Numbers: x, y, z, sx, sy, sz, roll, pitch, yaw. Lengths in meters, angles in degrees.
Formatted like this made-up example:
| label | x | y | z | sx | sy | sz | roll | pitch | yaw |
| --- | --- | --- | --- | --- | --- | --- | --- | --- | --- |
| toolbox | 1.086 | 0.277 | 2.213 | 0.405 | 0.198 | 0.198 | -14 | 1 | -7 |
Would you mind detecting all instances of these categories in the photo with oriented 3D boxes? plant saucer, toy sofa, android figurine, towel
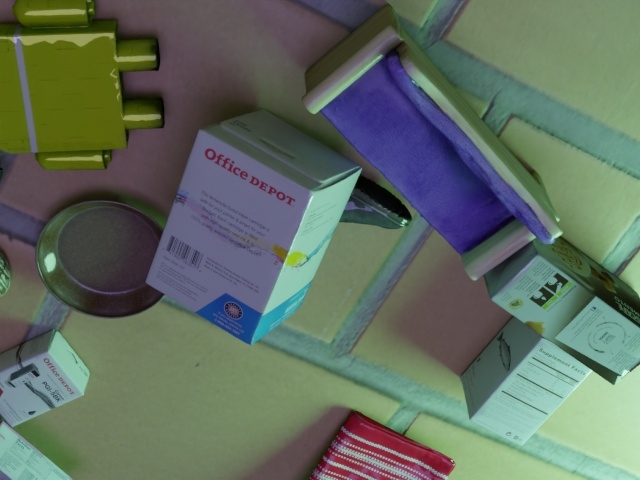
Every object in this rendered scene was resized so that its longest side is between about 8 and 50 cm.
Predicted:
| label | x | y | z | sx | sy | sz | roll | pitch | yaw |
| --- | --- | --- | --- | --- | --- | --- | --- | --- | --- |
| plant saucer | -0.303 | 0.021 | 1.636 | 0.198 | 0.036 | 0.198 | 0 | 122 | 0 |
| toy sofa | 0.146 | -0.111 | 1.487 | 0.150 | 0.177 | 0.362 | -37 | 116 | 19 |
| android figurine | -0.341 | -0.199 | 1.489 | 0.273 | 0.056 | 0.248 | -3 | 122 | -1 |
| towel | 0.071 | 0.422 | 1.855 | 0.199 | 0.031 | 0.275 | 28 | 105 | -11 |

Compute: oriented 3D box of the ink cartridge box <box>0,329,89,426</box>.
| label | x | y | z | sx | sy | sz | roll | pitch | yaw |
| --- | --- | --- | --- | --- | --- | --- | --- | --- | --- |
| ink cartridge box | -0.433 | 0.208 | 1.734 | 0.135 | 0.056 | 0.099 | -25 | 118 | 14 |

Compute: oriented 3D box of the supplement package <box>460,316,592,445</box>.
| label | x | y | z | sx | sy | sz | roll | pitch | yaw |
| --- | --- | --- | --- | --- | --- | --- | --- | --- | --- |
| supplement package | 0.307 | 0.197 | 1.719 | 0.105 | 0.105 | 0.179 | 28 | 116 | -17 |

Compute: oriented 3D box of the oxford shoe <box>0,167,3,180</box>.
| label | x | y | z | sx | sy | sz | roll | pitch | yaw |
| --- | --- | --- | --- | --- | --- | --- | --- | --- | --- |
| oxford shoe | -0.519 | -0.139 | 1.520 | 0.227 | 0.083 | 0.096 | 40 | 88 | -19 |

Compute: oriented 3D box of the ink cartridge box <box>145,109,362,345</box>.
| label | x | y | z | sx | sy | sz | roll | pitch | yaw |
| --- | --- | --- | --- | --- | --- | --- | --- | --- | --- |
| ink cartridge box | -0.085 | -0.023 | 1.495 | 0.171 | 0.168 | 0.233 | 30 | 115 | 14 |

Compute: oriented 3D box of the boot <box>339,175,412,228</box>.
| label | x | y | z | sx | sy | sz | roll | pitch | yaw |
| --- | --- | --- | --- | --- | --- | --- | --- | --- | --- |
| boot | 0.001 | 0.000 | 1.609 | 0.189 | 0.076 | 0.208 | 28 | 110 | -2 |

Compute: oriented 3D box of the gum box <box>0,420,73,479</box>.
| label | x | y | z | sx | sy | sz | roll | pitch | yaw |
| --- | --- | --- | --- | --- | --- | --- | --- | --- | --- |
| gum box | -0.479 | 0.357 | 1.793 | 0.107 | 0.062 | 0.188 | -12 | 128 | 45 |

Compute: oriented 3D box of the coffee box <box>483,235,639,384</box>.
| label | x | y | z | sx | sy | sz | roll | pitch | yaw |
| --- | --- | --- | --- | --- | --- | --- | --- | --- | --- |
| coffee box | 0.349 | 0.078 | 1.627 | 0.246 | 0.141 | 0.098 | 34 | 114 | -19 |

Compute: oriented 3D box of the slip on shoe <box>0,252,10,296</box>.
| label | x | y | z | sx | sy | sz | roll | pitch | yaw |
| --- | --- | --- | --- | --- | --- | --- | --- | --- | --- |
| slip on shoe | -0.487 | 0.023 | 1.631 | 0.041 | 0.051 | 0.135 | 12 | 141 | 39 |
